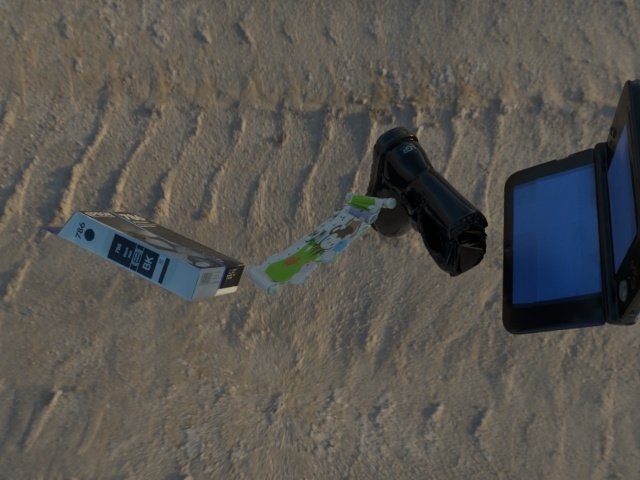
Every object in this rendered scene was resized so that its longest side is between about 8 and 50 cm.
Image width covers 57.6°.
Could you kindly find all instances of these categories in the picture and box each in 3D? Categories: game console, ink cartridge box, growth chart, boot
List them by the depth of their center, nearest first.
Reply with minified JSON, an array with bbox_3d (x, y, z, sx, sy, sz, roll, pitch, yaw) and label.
[{"bbox_3d":[0.350,-0.036,0.820,0.173,0.250,0.293,1,63,16],"label":"game console"},{"bbox_3d":[0.000,0.000,0.826,0.237,0.172,0.021,-36,109,-20],"label":"growth chart"},{"bbox_3d":[0.153,-0.023,0.877,0.094,0.246,0.207,-23,58,-12],"label":"boot"},{"bbox_3d":[-0.316,0.010,1.040,0.333,0.165,0.065,22,98,16],"label":"ink cartridge box"}]
